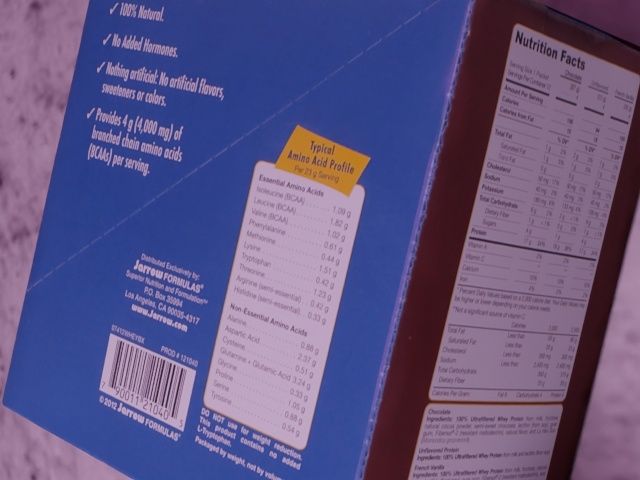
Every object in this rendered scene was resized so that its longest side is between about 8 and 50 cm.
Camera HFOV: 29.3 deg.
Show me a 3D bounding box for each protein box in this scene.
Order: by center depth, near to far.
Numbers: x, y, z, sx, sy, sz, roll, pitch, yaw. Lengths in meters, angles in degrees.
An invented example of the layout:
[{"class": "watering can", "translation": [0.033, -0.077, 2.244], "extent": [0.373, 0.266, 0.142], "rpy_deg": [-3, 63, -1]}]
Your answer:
[{"class": "protein box", "translation": [0.000, 0.000, 0.492], "extent": [0.199, 0.136, 0.201], "rpy_deg": [17, 95, 42]}]
